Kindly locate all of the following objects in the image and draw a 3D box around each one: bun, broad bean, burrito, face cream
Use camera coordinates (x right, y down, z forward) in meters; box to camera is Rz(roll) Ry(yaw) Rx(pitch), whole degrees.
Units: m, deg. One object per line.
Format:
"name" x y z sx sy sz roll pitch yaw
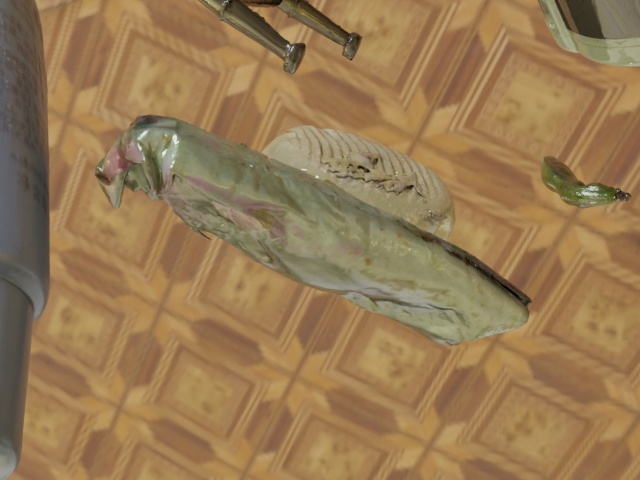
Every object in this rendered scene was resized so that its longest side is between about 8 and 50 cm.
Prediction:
"bun" 0.038 -0.040 1.681 0.273 0.273 0.168 25 112 3
"broad bean" 0.346 -0.075 1.799 0.061 0.195 0.046 -11 110 -21
"burrito" 0.002 -0.002 0.863 0.309 0.066 0.096 23 162 -22
"face cream" -0.189 -0.052 0.719 0.086 0.385 0.135 -7 145 2

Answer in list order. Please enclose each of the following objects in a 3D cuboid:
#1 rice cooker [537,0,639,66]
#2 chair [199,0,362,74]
"rice cooker" 0.358 -0.344 1.414 0.288 0.288 0.277 -13 124 25
"chair" -0.111 -0.406 1.216 0.410 0.364 0.362 24 103 4
